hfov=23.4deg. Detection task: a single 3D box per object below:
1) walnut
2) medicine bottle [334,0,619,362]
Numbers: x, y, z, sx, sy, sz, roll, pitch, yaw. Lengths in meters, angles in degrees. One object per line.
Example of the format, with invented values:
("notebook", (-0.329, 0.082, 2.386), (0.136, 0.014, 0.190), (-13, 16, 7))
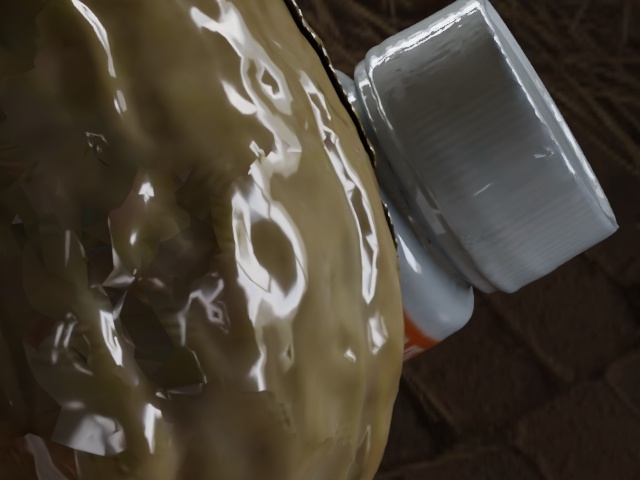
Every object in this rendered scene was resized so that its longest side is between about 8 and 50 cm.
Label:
("walnut", (-0.081, -0.005, 0.453), (0.198, 0.198, 0.245), (-21, 87, -9))
("medicine bottle", (0.000, 0.000, 1.086), (0.371, 0.211, 0.211), (-29, 47, 14))
